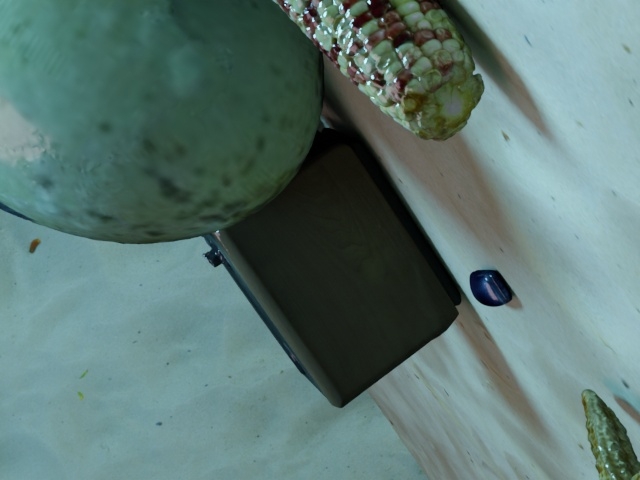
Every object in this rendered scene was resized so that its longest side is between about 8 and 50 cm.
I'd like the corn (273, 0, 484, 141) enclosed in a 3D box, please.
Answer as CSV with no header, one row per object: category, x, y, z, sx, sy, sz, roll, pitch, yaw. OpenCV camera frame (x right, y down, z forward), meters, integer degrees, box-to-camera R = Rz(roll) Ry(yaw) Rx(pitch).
corn,0.013,-0.169,1.140,0.253,0.086,0.086,52,174,22

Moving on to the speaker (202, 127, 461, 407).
speaker,0.004,0.024,1.801,0.231,0.192,0.153,55,173,-18

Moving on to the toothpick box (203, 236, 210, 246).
toothpick box,-0.133,-0.113,1.984,0.229,0.229,0.316,57,173,-27

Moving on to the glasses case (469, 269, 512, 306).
glasses case,0.149,0.044,1.571,0.033,0.023,0.083,53,174,-3

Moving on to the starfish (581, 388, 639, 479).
starfish,0.274,0.227,1.280,0.375,0.094,0.327,57,179,36

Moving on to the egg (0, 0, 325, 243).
egg,-0.185,-0.177,1.438,0.428,0.345,0.345,36,170,15
